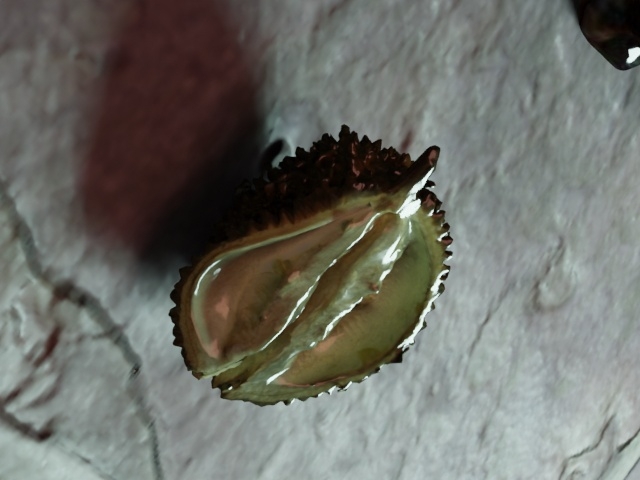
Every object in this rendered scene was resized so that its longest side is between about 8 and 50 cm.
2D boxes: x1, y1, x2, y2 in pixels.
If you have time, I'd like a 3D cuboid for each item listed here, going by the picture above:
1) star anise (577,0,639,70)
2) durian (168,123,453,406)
[{"bbox_3d":[0.185,-0.094,0.760,0.272,0.102,0.272,15,73,-58],"label":"star anise"},{"bbox_3d":[-0.002,-0.002,0.624,0.110,0.071,0.140,16,125,-38],"label":"durian"}]
